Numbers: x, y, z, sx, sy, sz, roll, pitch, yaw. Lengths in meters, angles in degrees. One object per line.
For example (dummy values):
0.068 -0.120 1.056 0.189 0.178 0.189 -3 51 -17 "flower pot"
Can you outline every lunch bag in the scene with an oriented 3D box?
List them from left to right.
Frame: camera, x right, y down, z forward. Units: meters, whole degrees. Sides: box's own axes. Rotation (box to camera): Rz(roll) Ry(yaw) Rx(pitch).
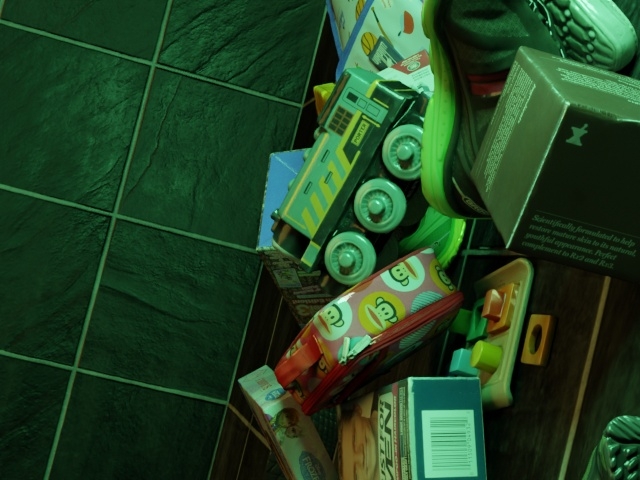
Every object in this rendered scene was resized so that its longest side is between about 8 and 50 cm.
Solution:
0.051 0.142 1.647 0.120 0.258 0.293 57 153 13 "lunch bag"
0.167 -0.399 2.049 0.328 0.239 0.385 121 144 -53 "lunch bag"

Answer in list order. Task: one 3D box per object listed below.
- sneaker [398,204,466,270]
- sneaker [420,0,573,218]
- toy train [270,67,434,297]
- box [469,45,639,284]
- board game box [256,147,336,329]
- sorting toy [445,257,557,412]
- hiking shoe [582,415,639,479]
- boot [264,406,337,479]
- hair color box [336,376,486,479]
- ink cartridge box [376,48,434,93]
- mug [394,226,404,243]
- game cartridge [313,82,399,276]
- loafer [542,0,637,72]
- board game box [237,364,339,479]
0.180 -0.095 1.834 0.109 0.124 0.295 131 152 -67 "sneaker"
0.232 -0.221 1.372 0.482 0.202 0.185 84 -153 -45 "sneaker"
0.056 -0.084 1.631 0.334 0.190 0.142 -61 -18 20 "toy train"
0.279 -0.084 1.219 0.203 0.169 0.167 -99 26 -64 "box"
0.000 0.000 2.204 0.291 0.141 0.232 64 -154 -50 "board game box"
0.221 0.131 1.541 0.348 0.047 0.196 137 146 -69 "sorting toy"
0.274 0.282 1.052 0.114 0.086 0.226 97 -172 -64 "hiking shoe"
-0.019 0.339 2.342 0.338 0.118 0.223 -64 9 2 "boot"
0.117 0.298 1.606 0.347 0.105 0.173 135 135 -70 "hair color box"
0.152 -0.175 1.767 0.127 0.128 0.176 54 -167 -48 "ink cartridge box"
0.116 -0.037 2.057 0.150 0.113 0.169 64 172 -14 "mug"
0.051 -0.104 1.862 0.323 0.053 0.285 -131 29 -75 "game cartridge"
0.300 -0.331 1.430 0.319 0.111 0.112 57 166 33 "loafer"
-0.025 0.379 1.903 0.318 0.066 0.318 64 170 -5 "board game box"
